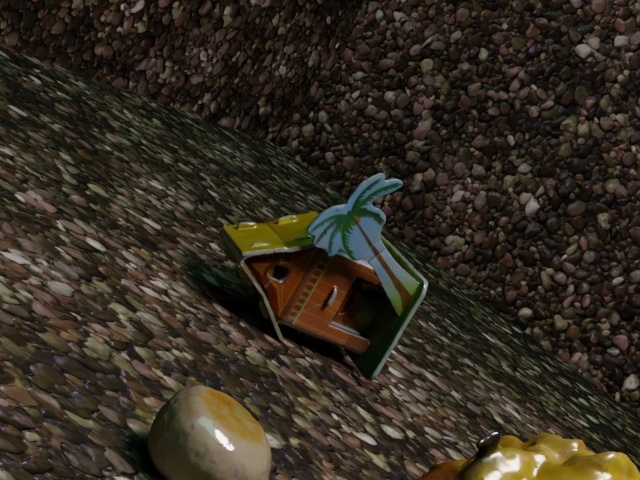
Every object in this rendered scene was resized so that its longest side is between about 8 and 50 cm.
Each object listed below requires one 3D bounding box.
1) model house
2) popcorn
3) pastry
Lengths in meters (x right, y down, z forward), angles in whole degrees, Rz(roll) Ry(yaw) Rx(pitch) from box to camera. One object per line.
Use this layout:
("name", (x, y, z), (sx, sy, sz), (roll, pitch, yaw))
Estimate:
("model house", (0.000, 0.000, 2.193), (0.324, 0.340, 0.300), (24, 12, -26))
("popcorn", (0.208, 0.327, 1.385), (0.316, 0.280, 0.297), (5, 29, 43))
("pastry", (-0.119, 0.232, 1.430), (0.156, 0.092, 0.156), (36, 16, -12))
